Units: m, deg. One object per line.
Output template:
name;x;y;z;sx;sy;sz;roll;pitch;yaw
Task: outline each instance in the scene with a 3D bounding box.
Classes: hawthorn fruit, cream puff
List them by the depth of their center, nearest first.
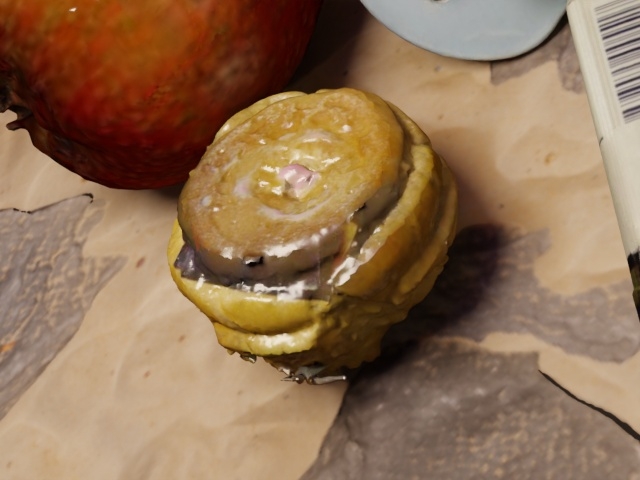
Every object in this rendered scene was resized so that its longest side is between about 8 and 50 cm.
cream puff;0.000;0.000;0.857;0.189;0.129;0.189;-14;48;16
hawthorn fruit;-0.106;-0.211;0.972;0.285;0.284;0.369;23;57;38

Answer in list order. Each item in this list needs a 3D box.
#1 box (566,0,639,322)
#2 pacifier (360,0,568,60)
box;0.199;0.006;0.709;0.071;0.168;0.259;-17;53;19
pacifier;0.132;-0.261;0.935;0.279;0.227;0.207;-32;11;10
